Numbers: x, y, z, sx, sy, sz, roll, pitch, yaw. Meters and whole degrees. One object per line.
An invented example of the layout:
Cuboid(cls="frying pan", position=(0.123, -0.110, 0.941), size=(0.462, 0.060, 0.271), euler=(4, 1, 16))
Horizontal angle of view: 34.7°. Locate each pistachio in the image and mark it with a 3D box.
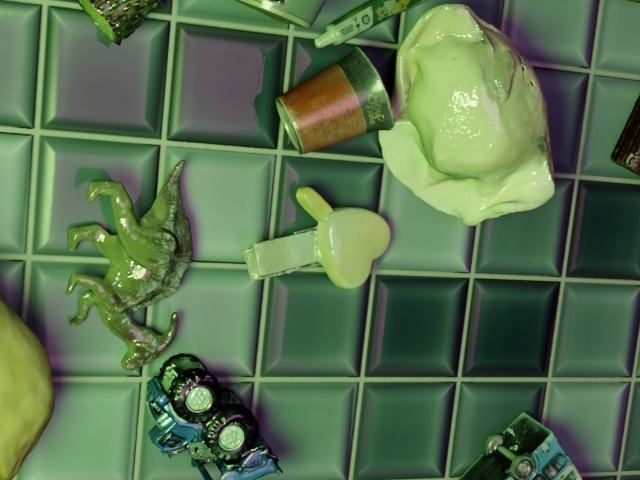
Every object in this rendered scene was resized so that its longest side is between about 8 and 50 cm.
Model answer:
Cuboid(cls="pistachio", position=(-0.448, 0.161, 1.233), size=(0.229, 0.238, 0.321), euler=(-26, 122, -19))

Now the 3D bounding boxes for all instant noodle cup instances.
Cuboid(cls="instant noodle cup", position=(0.016, -0.184, 1.412), size=(0.135, 0.127, 0.127), euler=(-25, 107, -6))

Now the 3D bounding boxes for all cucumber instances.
Cuboid(cls="cucumber", position=(-0.166, -0.409, 1.317), size=(0.359, 0.096, 0.096), euler=(-47, 111, -10))

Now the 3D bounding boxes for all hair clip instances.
Cuboid(cls="hair clip", position=(0.000, -0.003, 1.464), size=(0.218, 0.071, 0.159), euler=(-13, 101, -22))

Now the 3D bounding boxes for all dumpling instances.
Cuboid(cls="dumpling", position=(0.201, -0.176, 1.477), size=(0.242, 0.187, 0.318), euler=(-26, 103, 27))

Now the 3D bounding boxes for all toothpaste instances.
Cuboid(cls="toothpaste", position=(0.079, -0.324, 1.450), size=(0.204, 0.031, 0.049), euler=(-32, 110, -14))

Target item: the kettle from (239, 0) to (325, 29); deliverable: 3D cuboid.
Cuboid(cls="kettle", position=(-0.022, -0.400, 1.312), size=(0.159, 0.210, 0.243), euler=(22, 99, -2))

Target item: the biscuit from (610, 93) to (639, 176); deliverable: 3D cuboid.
Cuboid(cls="biscuit", position=(0.589, -0.269, 1.626), size=(0.107, 0.073, 0.388), euler=(24, 90, -21))

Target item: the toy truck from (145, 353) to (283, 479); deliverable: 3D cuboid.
Cuboid(cls="toy truck", position=(-0.156, 0.266, 1.425), size=(0.126, 0.113, 0.208), euler=(-45, 110, -7))

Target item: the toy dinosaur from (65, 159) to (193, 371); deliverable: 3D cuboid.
Cuboid(cls="toy dinosaur", position=(-0.256, 0.032, 1.370), size=(0.162, 0.077, 0.294), euler=(8, 111, -25))

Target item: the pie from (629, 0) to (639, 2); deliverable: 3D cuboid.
Cuboid(cls="pie", position=(0.510, -0.496, 1.559), size=(0.273, 0.069, 0.273), euler=(-2, 95, -17))

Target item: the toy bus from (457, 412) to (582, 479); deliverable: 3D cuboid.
Cuboid(cls="toy bus", position=(0.270, 0.423, 1.617), size=(0.297, 0.106, 0.131), euler=(-44, 113, -6))
